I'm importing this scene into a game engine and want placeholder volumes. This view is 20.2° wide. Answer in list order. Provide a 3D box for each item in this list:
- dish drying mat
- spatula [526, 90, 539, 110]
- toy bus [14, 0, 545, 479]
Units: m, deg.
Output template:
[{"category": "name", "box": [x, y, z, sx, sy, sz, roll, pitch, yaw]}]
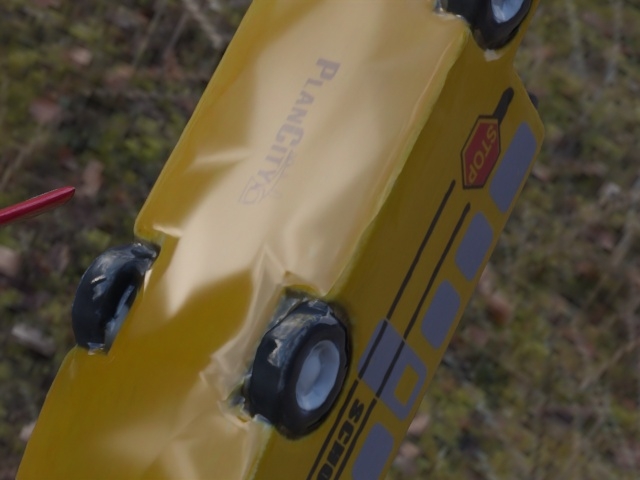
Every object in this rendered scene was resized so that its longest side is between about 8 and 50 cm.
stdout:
[{"category": "dish drying mat", "box": [-0.133, -0.007, 0.713, 0.083, 0.032, 0.008, -24, 95, -57]}, {"category": "spatula", "box": [0.054, -0.083, 0.981, 0.030, 0.084, 0.296, 52, 21, 24]}, {"category": "toy bus", "box": [0.000, 0.000, 0.753, 0.108, 0.333, 0.130, 17, -17, 31]}]
